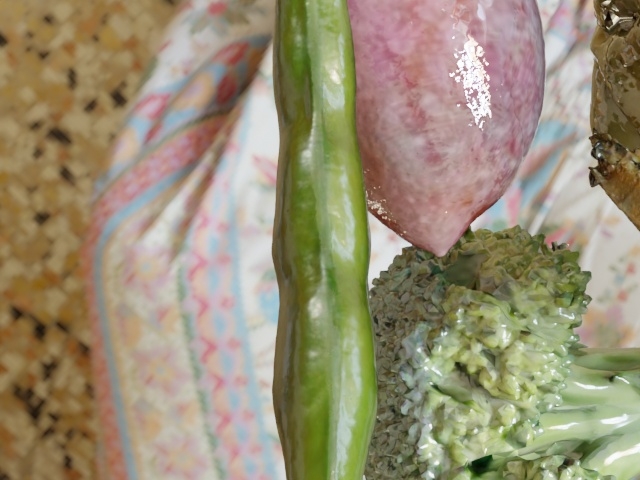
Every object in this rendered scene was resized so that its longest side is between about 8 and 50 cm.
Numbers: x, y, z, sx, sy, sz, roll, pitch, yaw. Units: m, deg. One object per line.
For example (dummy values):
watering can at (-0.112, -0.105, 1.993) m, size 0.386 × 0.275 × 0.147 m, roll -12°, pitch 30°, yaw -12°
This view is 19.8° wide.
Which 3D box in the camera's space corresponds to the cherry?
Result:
cherry at (0.069, -0.108, 1.266) m, size 0.175 × 0.249 × 0.192 m, roll -2°, pitch 162°, yaw -9°

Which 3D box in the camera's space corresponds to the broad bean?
broad bean at (0.000, 0.001, 0.753) m, size 0.043 × 0.297 × 0.060 m, roll -1°, pitch 155°, yaw -2°

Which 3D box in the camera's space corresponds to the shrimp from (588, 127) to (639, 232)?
shrimp at (0.231, -0.020, 1.175) m, size 0.184 × 0.091 × 0.043 m, roll 39°, pitch 139°, yaw 40°

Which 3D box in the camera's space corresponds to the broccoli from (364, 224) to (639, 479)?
broccoli at (0.162, 0.123, 1.399) m, size 0.302 × 0.375 × 0.249 m, roll -26°, pitch 132°, yaw 9°

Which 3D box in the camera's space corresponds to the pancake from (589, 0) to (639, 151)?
pancake at (0.286, -0.067, 1.262) m, size 0.387 × 0.082 × 0.387 m, roll 57°, pitch 159°, yaw 36°
